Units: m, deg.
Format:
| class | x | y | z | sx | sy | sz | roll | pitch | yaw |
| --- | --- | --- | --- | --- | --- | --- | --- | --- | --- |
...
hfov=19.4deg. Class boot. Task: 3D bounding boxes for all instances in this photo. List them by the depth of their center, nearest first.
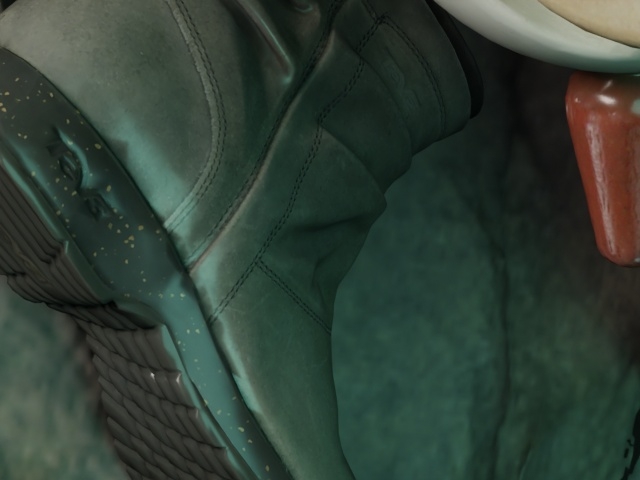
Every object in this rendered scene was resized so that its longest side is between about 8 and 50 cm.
| class | x | y | z | sx | sy | sz | roll | pitch | yaw |
| --- | --- | --- | --- | --- | --- | --- | --- | --- | --- |
| boot | 0.000 | 0.000 | 0.567 | 0.161 | 0.083 | 0.246 | -43 | 118 | -25 |

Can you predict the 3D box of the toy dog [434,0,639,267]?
| class | x | y | z | sx | sy | sz | roll | pitch | yaw |
| --- | --- | --- | --- | --- | --- | --- | --- | --- | --- |
| toy dog | -0.007 | -0.103 | 0.435 | 0.220 | 0.334 | 0.161 | -16 | 128 | -39 |
